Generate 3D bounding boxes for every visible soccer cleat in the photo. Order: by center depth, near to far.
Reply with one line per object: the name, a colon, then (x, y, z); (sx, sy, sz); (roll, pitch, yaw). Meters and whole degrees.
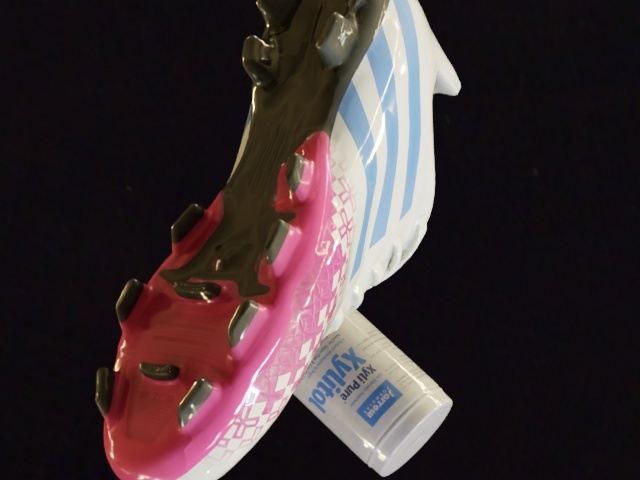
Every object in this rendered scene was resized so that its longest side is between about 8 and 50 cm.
soccer cleat: (0.000, 0.000, 0.751); (0.116, 0.143, 0.331); (-5, -127, 41)

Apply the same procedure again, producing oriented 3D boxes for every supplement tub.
supplement tub: (0.025, 0.094, 0.928); (0.107, 0.071, 0.071); (41, -98, 18)
